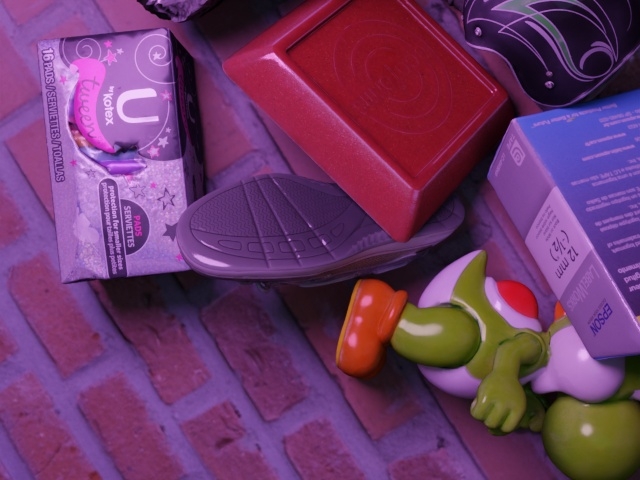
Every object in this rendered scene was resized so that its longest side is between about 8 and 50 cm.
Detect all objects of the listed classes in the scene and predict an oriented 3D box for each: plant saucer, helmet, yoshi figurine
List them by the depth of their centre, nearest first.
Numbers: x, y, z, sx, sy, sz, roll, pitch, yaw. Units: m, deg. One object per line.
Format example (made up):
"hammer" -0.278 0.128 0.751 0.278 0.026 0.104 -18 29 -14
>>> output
"helmet" 0.232 -0.234 1.051 0.169 0.169 0.161 -44 99 -1
"yoshi figurine" 0.199 0.157 1.088 0.362 0.203 0.203 11 132 7
"plant saucer" 0.070 -0.164 1.095 0.259 0.048 0.258 45 53 0

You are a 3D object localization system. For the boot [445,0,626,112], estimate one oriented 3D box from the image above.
"boot" 0.260 -0.260 1.156 0.208 0.076 0.189 45 104 7

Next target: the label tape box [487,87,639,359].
"label tape box" 0.358 0.013 1.035 0.249 0.115 0.347 -15 62 -18

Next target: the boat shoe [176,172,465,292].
"boat shoe" 0.000 -0.002 1.073 0.320 0.103 0.118 -11 58 -31

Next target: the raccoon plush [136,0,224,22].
"raccoon plush" -0.096 -0.426 1.023 0.446 0.216 0.299 -26 103 38

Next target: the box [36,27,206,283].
"box" -0.200 -0.085 1.106 0.142 0.163 0.247 -6 90 1
